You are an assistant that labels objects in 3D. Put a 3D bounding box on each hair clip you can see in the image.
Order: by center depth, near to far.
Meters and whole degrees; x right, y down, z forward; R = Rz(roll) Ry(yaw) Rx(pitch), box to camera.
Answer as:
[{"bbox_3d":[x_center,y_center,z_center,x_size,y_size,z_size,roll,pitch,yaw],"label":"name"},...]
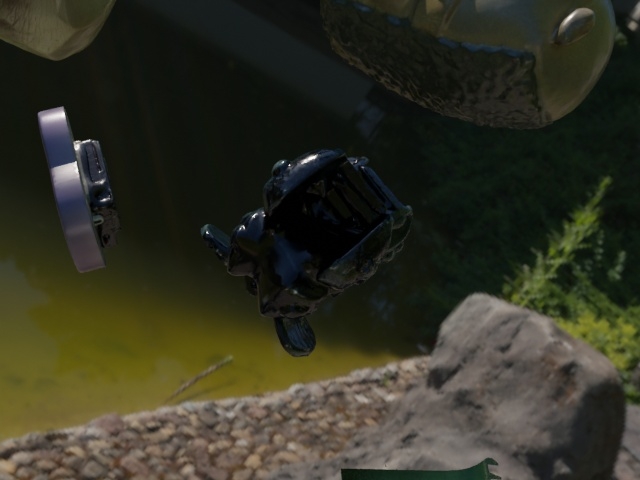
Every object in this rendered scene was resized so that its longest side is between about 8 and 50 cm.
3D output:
[{"bbox_3d":[-0.005,0.004,1.085,0.194,0.206,0.310,52,11,5],"label":"hair clip"}]

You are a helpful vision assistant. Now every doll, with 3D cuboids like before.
[{"bbox_3d":[0.154,-0.264,1.066,0.349,0.248,0.247,19,14,28],"label":"doll"}]

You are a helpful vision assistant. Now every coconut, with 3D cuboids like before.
[{"bbox_3d":[-0.378,-0.354,1.262,0.224,0.224,0.224,30,24,-15],"label":"coconut"}]

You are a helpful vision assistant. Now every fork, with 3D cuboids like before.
[{"bbox_3d":[0.106,0.216,0.854,0.235,0.021,0.039,15,58,-44],"label":"fork"}]

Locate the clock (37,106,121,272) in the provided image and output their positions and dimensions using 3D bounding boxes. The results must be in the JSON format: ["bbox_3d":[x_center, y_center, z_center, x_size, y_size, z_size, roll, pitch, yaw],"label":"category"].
[{"bbox_3d":[-0.272,-0.051,1.091,0.064,0.172,0.198,-15,62,-10],"label":"clock"}]
